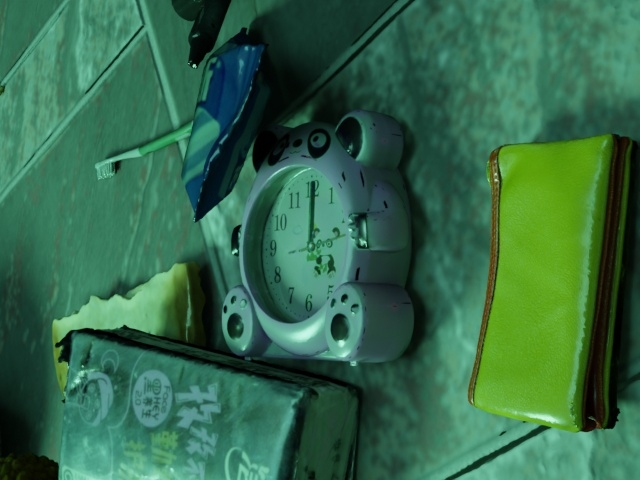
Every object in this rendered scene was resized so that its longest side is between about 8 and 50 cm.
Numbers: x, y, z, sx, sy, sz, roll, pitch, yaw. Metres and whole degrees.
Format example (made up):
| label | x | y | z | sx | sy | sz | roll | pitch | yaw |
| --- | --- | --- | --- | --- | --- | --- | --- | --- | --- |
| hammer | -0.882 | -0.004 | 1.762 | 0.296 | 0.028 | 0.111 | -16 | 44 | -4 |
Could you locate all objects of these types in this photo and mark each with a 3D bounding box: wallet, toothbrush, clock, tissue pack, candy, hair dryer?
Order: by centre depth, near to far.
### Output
| label | x | y | z | sx | sy | sz | roll | pitch | yaw |
| --- | --- | --- | --- | --- | --- | --- | --- | --- | --- |
| wallet | 0.195 | 0.034 | 1.008 | 0.141 | 0.067 | 0.241 | 1 | 82 | 53 |
| clock | 0.000 | 0.000 | 1.206 | 0.227 | 0.090 | 0.248 | -4 | 82 | 48 |
| candy | -0.098 | -0.131 | 1.251 | 0.331 | 0.077 | 0.187 | -101 | 31 | -77 |
| tissue pack | -0.135 | 0.245 | 1.281 | 0.361 | 0.122 | 0.259 | 8 | 95 | 38 |
| hair dryer | -0.132 | -0.250 | 1.347 | 0.173 | 0.050 | 0.195 | -24 | 35 | 48 |
| toothbrush | -0.213 | -0.118 | 1.506 | 0.257 | 0.018 | 0.024 | -18 | 76 | 46 |

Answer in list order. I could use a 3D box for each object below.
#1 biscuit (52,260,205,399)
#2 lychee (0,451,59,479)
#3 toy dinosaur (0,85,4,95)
| label | x | y | z | sx | sy | sz | roll | pitch | yaw |
| --- | --- | --- | --- | --- | --- | --- | --- | --- | --- |
| biscuit | -0.234 | 0.152 | 1.484 | 0.309 | 0.040 | 0.205 | -22 | 69 | 43 |
| lychee | -0.371 | 0.386 | 1.510 | 0.200 | 0.200 | 0.238 | -45 | 49 | 36 |
| toy dinosaur | -0.557 | -0.243 | 1.890 | 0.180 | 0.037 | 0.058 | -7 | 76 | 47 |
